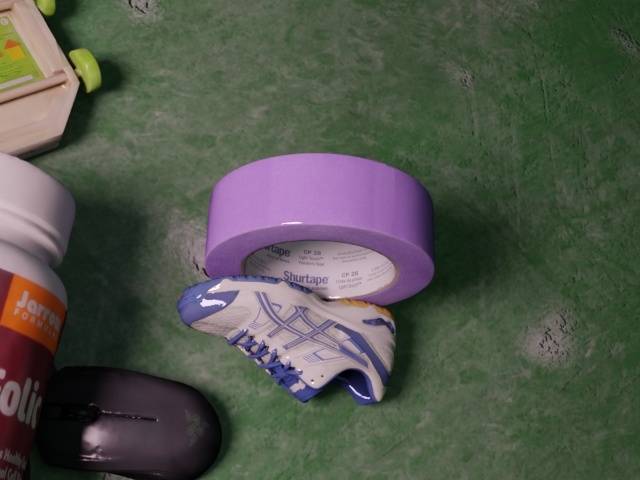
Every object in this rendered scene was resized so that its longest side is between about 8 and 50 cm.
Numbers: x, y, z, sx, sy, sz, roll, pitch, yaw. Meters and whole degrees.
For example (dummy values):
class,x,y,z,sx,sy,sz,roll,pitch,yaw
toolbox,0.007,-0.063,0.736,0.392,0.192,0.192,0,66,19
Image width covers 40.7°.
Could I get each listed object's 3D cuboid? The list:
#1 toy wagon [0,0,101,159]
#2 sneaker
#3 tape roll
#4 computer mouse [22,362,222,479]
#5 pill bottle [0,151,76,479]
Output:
class,x,y,z,sx,sy,sz,roll,pitch,yaw
toy wagon,-0.446,-0.250,1.052,0.267,0.068,0.344,-27,82,-33
sneaker,-0.035,0.129,1.069,0.296,0.112,0.131,13,65,-20
tape roll,0.000,0.000,1.043,0.274,0.275,0.090,12,63,-22
computer mouse,-0.231,0.209,0.957,0.272,0.072,0.188,9,64,-23
pill bottle,-0.374,0.119,0.825,0.224,0.224,0.392,17,65,-20
